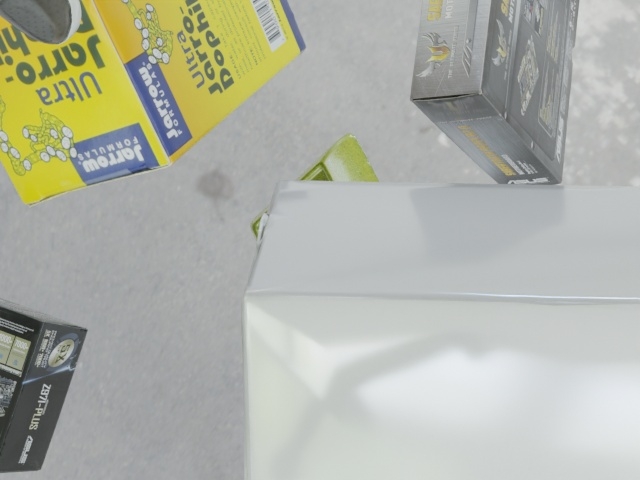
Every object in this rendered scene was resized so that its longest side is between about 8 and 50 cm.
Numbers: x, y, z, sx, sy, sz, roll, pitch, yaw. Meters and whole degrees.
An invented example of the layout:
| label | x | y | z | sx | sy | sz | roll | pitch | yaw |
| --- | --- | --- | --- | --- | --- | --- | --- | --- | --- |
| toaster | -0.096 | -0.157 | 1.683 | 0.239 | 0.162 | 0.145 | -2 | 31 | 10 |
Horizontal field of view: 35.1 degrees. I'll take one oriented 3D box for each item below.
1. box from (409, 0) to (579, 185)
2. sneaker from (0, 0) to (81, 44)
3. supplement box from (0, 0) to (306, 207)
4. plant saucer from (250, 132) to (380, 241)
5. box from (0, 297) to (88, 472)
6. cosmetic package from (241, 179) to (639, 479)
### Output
| label | x | y | z | sx | sy | sz | roll | pitch | yaw |
| --- | --- | --- | --- | --- | --- | --- | --- | --- | --- |
| box | 0.144 | -0.178 | 0.782 | 0.183 | 0.056 | 0.231 | 28 | 66 | -55 |
| sneaker | -0.187 | -0.138 | 0.493 | 0.158 | 0.061 | 0.065 | 42 | 56 | -41 |
| supplement box | -0.192 | -0.213 | 1.092 | 0.195 | 0.194 | 0.356 | 66 | 30 | -19 |
| plant saucer | 0.000 | 0.000 | 1.167 | 0.045 | 0.188 | 0.188 | 5 | 51 | -51 |
| box | -0.339 | 0.126 | 0.983 | 0.180 | 0.077 | 0.147 | 15 | 85 | 22 |
| cosmetic package | 0.149 | 0.062 | 0.524 | 0.366 | 0.155 | 0.197 | 1 | 19 | 5 |
